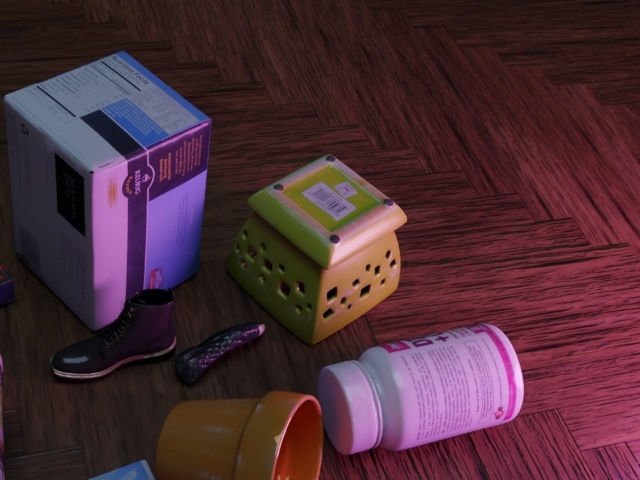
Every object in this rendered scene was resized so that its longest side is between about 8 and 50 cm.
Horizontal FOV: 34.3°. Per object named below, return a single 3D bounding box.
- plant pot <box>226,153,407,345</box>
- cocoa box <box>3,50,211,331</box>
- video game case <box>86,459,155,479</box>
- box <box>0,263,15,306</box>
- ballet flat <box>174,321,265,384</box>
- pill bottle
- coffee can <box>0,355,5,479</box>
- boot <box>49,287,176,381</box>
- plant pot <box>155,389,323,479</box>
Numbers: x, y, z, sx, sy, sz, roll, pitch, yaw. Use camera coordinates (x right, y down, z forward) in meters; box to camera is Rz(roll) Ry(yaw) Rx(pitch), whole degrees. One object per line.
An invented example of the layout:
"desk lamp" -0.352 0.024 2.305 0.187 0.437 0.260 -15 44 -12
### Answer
"plant pot" 0.000 0.000 1.753 0.227 0.207 0.228 -31 59 -35
"cocoa box" -0.337 -0.079 1.661 0.231 0.347 0.228 39 50 26
"video game case" -0.287 0.415 1.404 0.193 0.023 0.212 -16 50 -26
"box" -0.660 0.031 1.691 0.201 0.057 0.293 -27 56 -32
"ballet flat" -0.160 0.175 1.667 0.173 0.049 0.057 -26 11 -33
"pill bottle" 0.150 0.229 1.583 0.283 0.160 0.160 -10 48 -21
"coffee can" -0.520 0.276 1.368 0.201 0.201 0.275 -4 46 -15
"boot" -0.319 0.136 1.598 0.198 0.137 0.077 -16 50 -24
"plant pot" -0.117 0.301 1.447 0.188 0.205 0.205 8 42 19
